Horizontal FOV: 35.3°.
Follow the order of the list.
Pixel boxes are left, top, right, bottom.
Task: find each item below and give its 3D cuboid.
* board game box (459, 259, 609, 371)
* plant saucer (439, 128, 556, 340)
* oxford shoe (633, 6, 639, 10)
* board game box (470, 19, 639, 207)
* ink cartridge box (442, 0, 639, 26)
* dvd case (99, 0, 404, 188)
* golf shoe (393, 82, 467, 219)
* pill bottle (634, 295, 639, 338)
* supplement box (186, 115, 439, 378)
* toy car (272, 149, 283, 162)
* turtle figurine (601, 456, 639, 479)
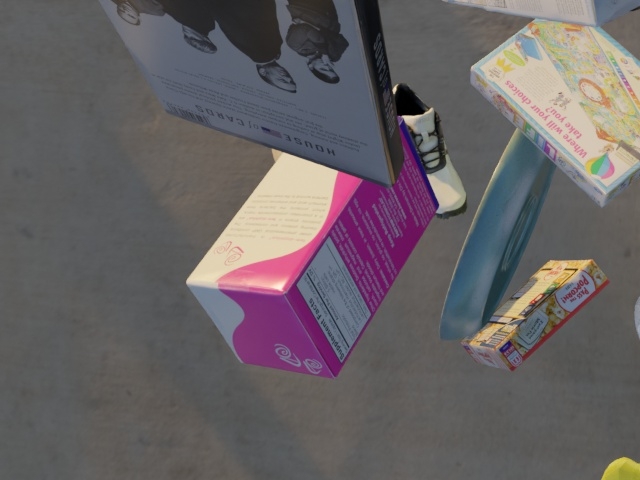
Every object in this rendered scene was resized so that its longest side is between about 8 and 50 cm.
[{"bbox_3d":[0.308,0.105,1.462,0.193,0.147,0.045,-41,96,-9],"label":"board game box"},{"bbox_3d":[0.229,-0.015,1.236,0.044,0.317,0.317,24,109,15],"label":"plant saucer"},{"bbox_3d":[0.335,-0.317,0.923,0.083,0.096,0.227,42,130,30],"label":"oxford shoe"},{"bbox_3d":[0.210,-0.113,0.806,0.103,0.026,0.154,-37,68,-9],"label":"board game box"},{"bbox_3d":[0.081,-0.127,0.413,0.029,0.115,0.062,-28,116,-14],"label":"ink cartridge box"},{"bbox_3d":[-0.045,-0.116,0.587,0.179,0.238,0.029,21,74,16],"label":"dvd case"},{"bbox_3d":[0.133,-0.119,1.327,0.077,0.094,0.198,-24,66,-13],"label":"golf shoe"},{"bbox_3d":[0.451,0.066,1.071,0.216,0.121,0.121,-28,95,48],"label":"pill bottle"},{"bbox_3d":[0.000,0.000,0.894,0.111,0.220,0.114,5,136,38],"label":"supplement box"},{"bbox_3d":[0.067,-0.154,1.585,0.210,0.238,0.219,1,92,47],"label":"toy car"},{"bbox_3d":[0.176,0.078,0.361,0.087,0.217,0.269,-44,73,42],"label":"turtle figurine"}]
